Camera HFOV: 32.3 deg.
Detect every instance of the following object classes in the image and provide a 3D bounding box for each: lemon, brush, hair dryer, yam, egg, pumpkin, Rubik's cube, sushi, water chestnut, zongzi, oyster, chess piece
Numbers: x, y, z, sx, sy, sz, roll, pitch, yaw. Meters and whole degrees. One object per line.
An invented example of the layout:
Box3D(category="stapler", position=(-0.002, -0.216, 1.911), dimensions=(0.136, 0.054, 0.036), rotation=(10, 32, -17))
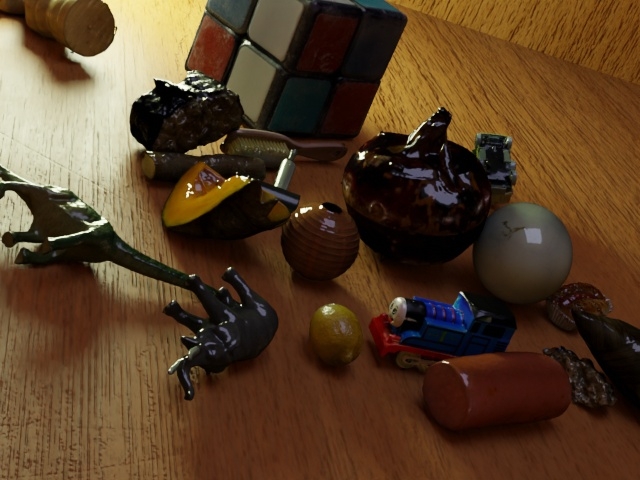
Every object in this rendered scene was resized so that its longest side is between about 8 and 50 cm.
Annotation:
Box3D(category="lemon", position=(0.023, 0.142, 1.635), dimensions=(0.082, 0.082, 0.111), rotation=(12, 34, -22))
Box3D(category="brush", position=(-0.062, -0.169, 2.203), dimensions=(0.312, 0.072, 0.067), rotation=(2, 57, -42))
Box3D(category="hair dryer", position=(-0.076, -0.113, 2.034), dimensions=(0.100, 0.057, 0.198), rotation=(23, 39, -3))
Box3D(category="yam", position=(-0.210, -0.129, 1.992), dimensions=(0.252, 0.061, 0.061), rotation=(0, 34, -42))
Box3D(category="egg", position=(0.374, 0.019, 2.048), dimensions=(0.182, 0.183, 0.264), rotation=(24, 19, 2))
Box3D(category="pumpkin", position=(-0.159, -0.035, 1.816), dimensions=(0.130, 0.149, 0.254), rotation=(47, -13, -28))
Box3D(category="Rubik's cube", position=(-0.057, -0.428, 2.401), dimensions=(0.318, 0.313, 0.316), rotation=(-3, 36, -45))
Box3D(category="sushi", position=(-0.242, -0.238, 2.033), dimensions=(0.212, 0.147, 0.115), rotation=(-25, 43, -37))
Box3D(category="water chestnut", position=(0.177, -0.107, 2.010), dimensions=(0.300, 0.300, 0.300), rotation=(19, 26, -9))
Box3D(category="zongzi", position=(0.534, 0.229, 1.811), dimensions=(0.241, 0.111, 0.248), rotation=(28, 19, -39))
Box3D(category="oyster", position=(0.443, 0.228, 1.860), dimensions=(0.105, 0.056, 0.177), rotation=(25, 20, -15))
Box3D(category="chess piece", position=(-0.572, -0.485, 2.333), dimensions=(0.300, 0.137, 0.137), rotation=(27, 22, 37))

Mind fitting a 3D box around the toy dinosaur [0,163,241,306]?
Box3D(category="toy dinosaur", position=(-0.325, -0.021, 1.658), dimensions=(0.300, 0.087, 0.447), rotation=(-7, 46, -46))

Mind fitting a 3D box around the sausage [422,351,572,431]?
Box3D(category="sausage", position=(0.277, 0.223, 1.661), dimensions=(0.259, 0.114, 0.113), rotation=(0, 34, -38))

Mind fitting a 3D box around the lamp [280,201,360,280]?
Box3D(category="lamp", position=(0.000, 0.000, 1.836), dimensions=(0.136, 0.136, 0.136), rotation=(19, 26, -9))

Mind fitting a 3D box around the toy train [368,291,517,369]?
Box3D(category="toy train", position=(0.190, 0.141, 1.718), dimensions=(0.203, 0.131, 0.083), rotation=(13, 28, -21))

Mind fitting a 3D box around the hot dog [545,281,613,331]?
Box3D(category="hot dog", position=(0.495, 0.122, 2.100), dimensions=(0.099, 0.053, 0.192), rotation=(42, 33, 27))

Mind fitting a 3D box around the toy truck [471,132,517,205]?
Box3D(category="toy truck", position=(0.383, -0.148, 2.460), dimensions=(0.085, 0.116, 0.191), rotation=(5, 40, -1))

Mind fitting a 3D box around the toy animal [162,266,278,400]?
Box3D(category="toy animal", position=(-0.149, 0.119, 1.510), dimensions=(0.137, 0.082, 0.269), rotation=(48, 28, 7))
